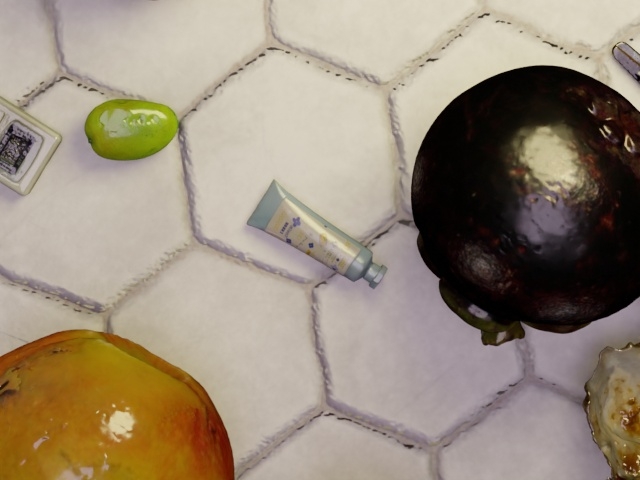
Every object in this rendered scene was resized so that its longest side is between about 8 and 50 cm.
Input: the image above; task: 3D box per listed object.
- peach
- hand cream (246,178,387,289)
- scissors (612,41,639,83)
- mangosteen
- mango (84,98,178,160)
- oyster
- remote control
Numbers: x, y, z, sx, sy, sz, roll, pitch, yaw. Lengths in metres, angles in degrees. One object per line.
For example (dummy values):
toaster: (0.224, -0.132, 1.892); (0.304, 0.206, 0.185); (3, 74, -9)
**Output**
peach: (-0.270, 0.289, 1.466); (0.373, 0.290, 0.372); (-15, 119, -29)
hand cream: (0.000, 0.000, 1.537); (0.171, 0.043, 0.065); (32, 103, -3)
scissors: (0.454, -0.118, 1.517); (0.317, 0.024, 0.160); (41, 100, -7)
mangosteen: (0.227, -0.043, 1.422); (0.297, 0.313, 0.297); (6, 79, -31)
mango: (-0.217, -0.129, 1.510); (0.108, 0.056, 0.073); (-11, 106, 0)
oyster: (0.471, 0.192, 1.521); (0.337, 0.133, 0.197); (-8, 98, 0)
remote control: (-0.402, -0.136, 1.526); (0.190, 0.029, 0.087); (34, 99, -5)
